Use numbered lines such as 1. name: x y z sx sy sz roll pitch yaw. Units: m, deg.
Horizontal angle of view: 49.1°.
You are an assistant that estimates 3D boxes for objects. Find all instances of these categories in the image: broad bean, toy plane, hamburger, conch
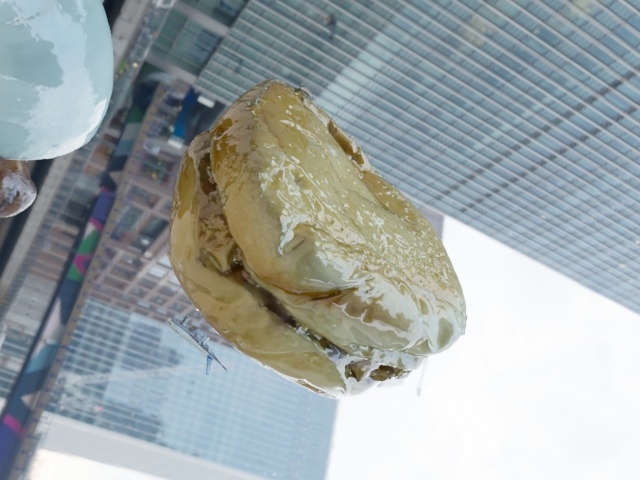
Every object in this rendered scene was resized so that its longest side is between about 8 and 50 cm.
1. broad bean: -0.478 -0.096 1.026 0.114 0.084 0.165 -41 -133 0
2. toy plane: -0.124 0.101 0.700 0.024 0.084 0.078 -40 -144 -17
3. hamburger: 0.000 0.001 0.460 0.108 0.214 0.213 -35 -147 23
4. conch: -0.236 -0.157 0.514 0.121 0.221 0.184 2 -104 40
